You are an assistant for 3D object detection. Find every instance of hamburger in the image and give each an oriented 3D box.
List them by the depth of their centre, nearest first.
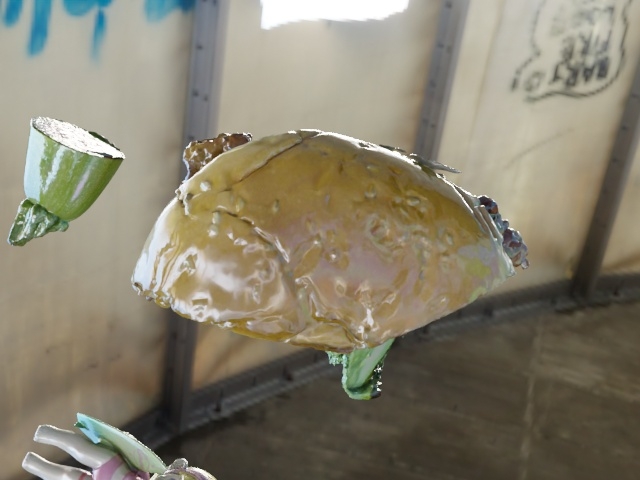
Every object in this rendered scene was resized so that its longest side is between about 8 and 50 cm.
[{"bbox_3d":[0.000,0.000,0.923,0.282,0.245,0.155,-34,-162,-2],"label":"hamburger"}]

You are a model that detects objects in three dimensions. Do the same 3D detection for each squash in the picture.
[{"bbox_3d":[-0.272,-0.049,1.198,0.105,0.132,0.105,22,-169,-4],"label":"squash"}]

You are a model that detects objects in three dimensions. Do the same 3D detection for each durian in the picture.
[{"bbox_3d":[0.052,0.083,1.412,0.132,0.375,0.107,-27,-121,-18],"label":"durian"}]

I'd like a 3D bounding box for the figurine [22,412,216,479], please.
[{"bbox_3d":[-0.155,0.201,0.966,0.187,0.083,0.083,16,-149,11],"label":"figurine"}]
